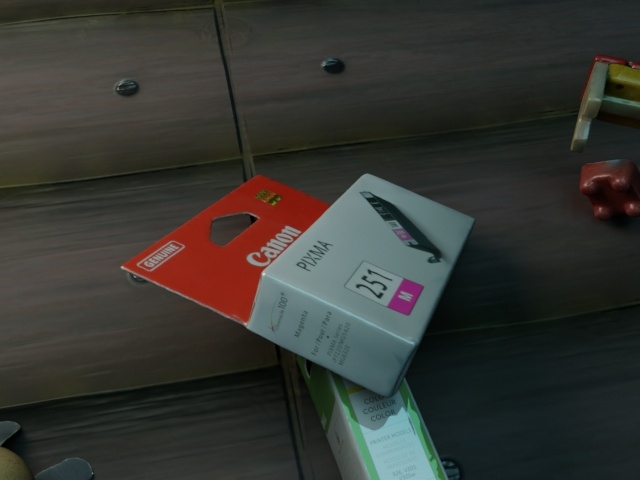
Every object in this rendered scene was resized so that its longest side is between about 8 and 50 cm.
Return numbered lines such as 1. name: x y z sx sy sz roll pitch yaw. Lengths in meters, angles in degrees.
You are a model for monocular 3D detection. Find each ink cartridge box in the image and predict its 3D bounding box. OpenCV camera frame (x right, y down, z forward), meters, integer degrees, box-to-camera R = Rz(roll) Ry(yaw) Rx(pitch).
1. ink cartridge box: 0.044 0.162 0.614 0.062 0.109 0.209 -16 61 -13
2. ink cartridge box: 0.000 0.000 0.661 0.239 0.060 0.275 25 28 10

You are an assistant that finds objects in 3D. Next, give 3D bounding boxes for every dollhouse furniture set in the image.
1. dollhouse furniture set: 0.446 -0.081 0.745 0.374 0.201 0.152 18 59 14

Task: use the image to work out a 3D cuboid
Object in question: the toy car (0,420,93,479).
1. toy car: -0.276 0.220 0.571 0.155 0.149 0.188 27 32 8
